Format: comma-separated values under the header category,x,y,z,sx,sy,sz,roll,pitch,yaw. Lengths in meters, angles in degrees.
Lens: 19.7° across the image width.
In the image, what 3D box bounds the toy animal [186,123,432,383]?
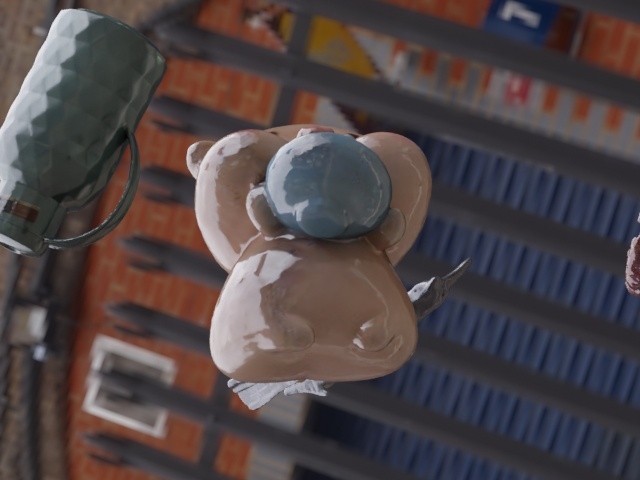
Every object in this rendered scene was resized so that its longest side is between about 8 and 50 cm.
category,x,y,z,sx,sy,sz,roll,pitch,yaw
toy animal,-0.003,0.013,1.560,0.229,0.210,0.221,-151,63,-79

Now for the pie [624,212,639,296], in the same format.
category,x,y,z,sx,sy,sz,roll,pitch,yaw
pie,0.339,-0.012,1.806,0.153,0.038,0.153,-51,-28,-40

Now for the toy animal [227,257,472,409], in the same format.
category,x,y,z,sx,sy,sz,roll,pitch,yaw
toy animal,0.007,0.136,2.173,0.367,0.081,0.206,-32,0,25

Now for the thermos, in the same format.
category,x,y,z,sx,sy,sz,roll,pitch,yaw
thermos,-0.284,-0.113,2.139,0.145,0.182,0.286,59,-128,-68
